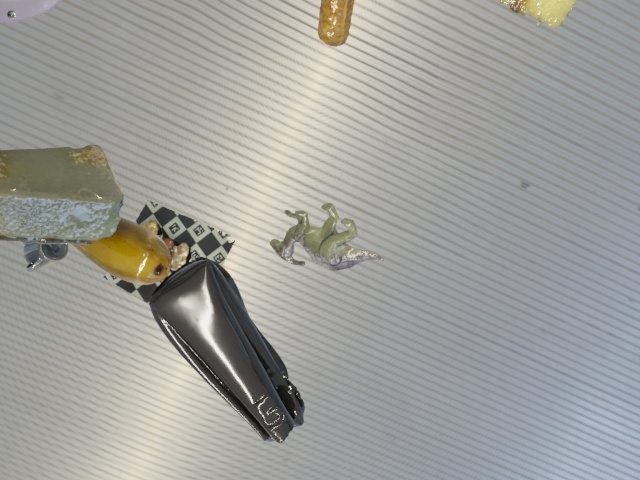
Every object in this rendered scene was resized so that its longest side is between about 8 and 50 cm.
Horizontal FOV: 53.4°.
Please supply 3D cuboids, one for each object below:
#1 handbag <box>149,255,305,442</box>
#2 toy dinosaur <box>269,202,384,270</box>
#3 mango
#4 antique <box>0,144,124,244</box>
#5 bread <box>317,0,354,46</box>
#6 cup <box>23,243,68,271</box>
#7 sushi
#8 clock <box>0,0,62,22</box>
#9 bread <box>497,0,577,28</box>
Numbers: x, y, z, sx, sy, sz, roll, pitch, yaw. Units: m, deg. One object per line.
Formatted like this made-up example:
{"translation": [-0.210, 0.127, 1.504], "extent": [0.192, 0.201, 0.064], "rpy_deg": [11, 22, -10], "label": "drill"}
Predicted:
{"translation": [-0.127, 0.148, 0.879], "extent": [0.113, 0.285, 0.257], "rpy_deg": [-37, 93, -14], "label": "handbag"}
{"translation": [0.003, -0.004, 1.511], "extent": [0.294, 0.077, 0.162], "rpy_deg": [12, 128, 36], "label": "toy dinosaur"}
{"translation": [-0.409, 0.009, 1.282], "extent": [0.253, 0.138, 0.113], "rpy_deg": [26, 98, 11], "label": "mango"}
{"translation": [-0.480, -0.073, 1.033], "extent": [0.150, 0.284, 0.125], "rpy_deg": [55, 130, 28], "label": "antique"}
{"translation": [0.027, -0.350, 0.895], "extent": [0.044, 0.052, 0.157], "rpy_deg": [32, 132, 28], "label": "bread"}
{"translation": [-0.640, 0.030, 1.474], "extent": [0.077, 0.100, 0.078], "rpy_deg": [-14, 131, 41], "label": "cup"}
{"translation": [-0.403, 0.046, 1.661], "extent": [0.290, 0.050, 0.264], "rpy_deg": [25, 80, 14], "label": "sushi"}
{"translation": [-0.395, -0.425, 0.737], "extent": [0.338, 0.338, 0.102], "rpy_deg": [-44, 61, 13], "label": "clock"}
{"translation": [0.484, -0.624, 1.453], "extent": [0.266, 0.142, 0.178], "rpy_deg": [14, 150, -22], "label": "bread"}
